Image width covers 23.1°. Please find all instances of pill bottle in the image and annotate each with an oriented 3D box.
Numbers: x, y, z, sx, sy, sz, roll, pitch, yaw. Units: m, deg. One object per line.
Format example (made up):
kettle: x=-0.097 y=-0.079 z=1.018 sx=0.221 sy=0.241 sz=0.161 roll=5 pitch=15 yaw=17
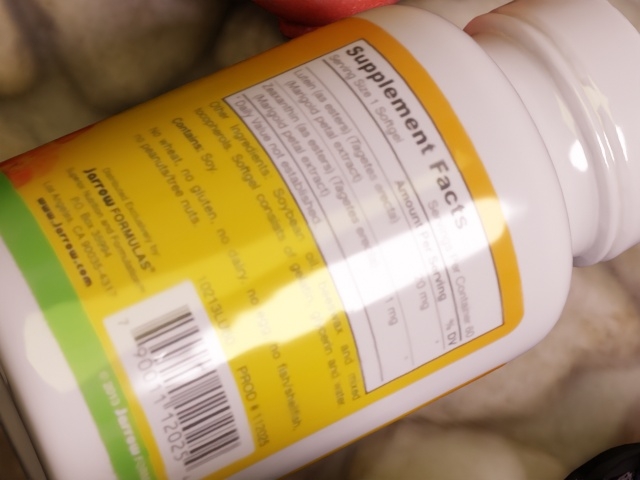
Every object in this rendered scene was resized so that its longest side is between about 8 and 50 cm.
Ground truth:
pill bottle: x=0.000 y=0.000 z=0.547 sx=0.246 sy=0.136 sz=0.136 roll=-25 pitch=81 yaw=-17

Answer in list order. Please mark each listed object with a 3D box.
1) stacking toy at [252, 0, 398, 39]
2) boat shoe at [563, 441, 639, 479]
stacking toy: x=0.020 y=-0.252 z=0.619 sx=0.309 sy=0.130 sz=0.279 roll=-42 pitch=61 yaw=3
boat shoe: x=0.150 y=0.226 z=0.503 sx=0.127 sy=0.158 sz=0.340 roll=-6 pitch=76 yaw=-13
